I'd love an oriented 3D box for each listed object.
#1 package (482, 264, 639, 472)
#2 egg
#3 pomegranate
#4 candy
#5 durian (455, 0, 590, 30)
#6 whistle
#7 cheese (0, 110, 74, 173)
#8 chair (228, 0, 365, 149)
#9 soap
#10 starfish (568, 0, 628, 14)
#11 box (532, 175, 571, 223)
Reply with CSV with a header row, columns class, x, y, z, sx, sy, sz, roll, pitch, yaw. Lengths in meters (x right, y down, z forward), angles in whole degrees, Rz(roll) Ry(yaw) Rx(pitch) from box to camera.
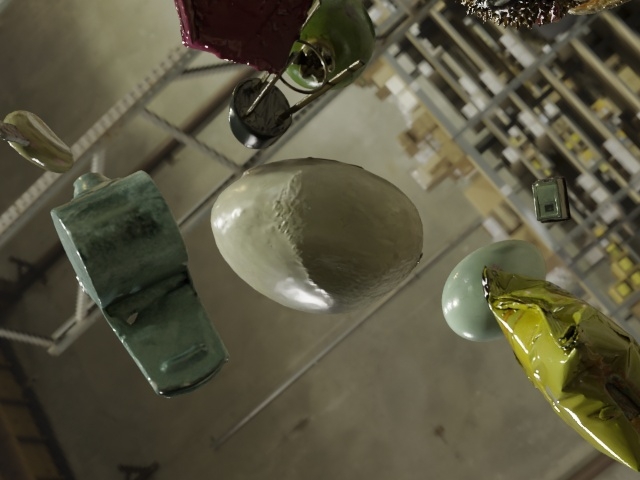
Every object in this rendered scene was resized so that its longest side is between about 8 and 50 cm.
class,x,y,z,sx,sy,sz,roll,pitch,yaw
package,0.243,0.119,0.850,0.226,0.090,0.168,49,179,-23
egg,0.368,0.101,1.974,0.183,0.264,0.183,38,152,24
pomegranate,0.002,-0.341,1.642,0.187,0.187,0.225,45,-152,-15
candy,0.000,0.000,1.264,0.295,0.295,0.185,33,-127,-55
durian,0.507,-0.674,2.238,0.347,0.384,0.348,180,90,-88
whistle,-0.305,0.065,1.579,0.405,0.168,0.188,65,161,-4
cheese,-0.358,-0.124,1.142,0.097,0.037,0.192,45,-178,0
chair,-0.045,-0.212,1.229,0.104,0.221,0.095,5,-117,-30
soap,-0.081,-0.348,1.049,0.182,0.289,0.112,9,-149,-25
starfish,0.542,-0.391,1.361,0.327,0.375,0.094,3,-100,-34
box,0.430,-0.076,1.763,0.063,0.060,0.085,-4,-92,-63
